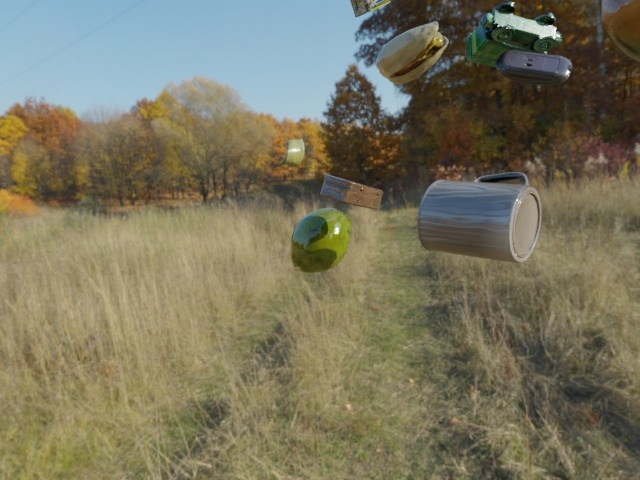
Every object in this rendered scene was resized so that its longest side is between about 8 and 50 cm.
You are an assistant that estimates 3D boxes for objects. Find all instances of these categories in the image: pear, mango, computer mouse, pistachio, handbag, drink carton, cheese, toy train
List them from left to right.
[{"bbox_3d":[-0.076,-0.248,1.187,0.060,0.084,0.041,6,13,-28],"label":"cheese"},{"bbox_3d":[0.000,0.000,1.562,0.212,0.269,0.212,39,1,-1],"label":"pear"},{"bbox_3d":[0.097,-0.154,1.343,0.151,0.072,0.193,23,13,41],"label":"handbag"},{"bbox_3d":[0.166,-0.794,1.383,0.056,0.071,0.165,4,37,42],"label":"drink carton"},{"bbox_3d":[0.367,-0.765,1.728,0.299,0.188,0.187,-23,-3,34],"label":"pistachio"},{"bbox_3d":[0.678,-0.705,1.483,0.300,0.120,0.202,7,-15,-11],"label":"toy train"},{"bbox_3d":[0.718,-0.584,1.425,0.232,0.120,0.057,17,-21,19],"label":"computer mouse"},{"bbox_3d":[0.441,-0.290,0.514,0.289,0.146,0.129,-22,-3,-41],"label":"mango"}]

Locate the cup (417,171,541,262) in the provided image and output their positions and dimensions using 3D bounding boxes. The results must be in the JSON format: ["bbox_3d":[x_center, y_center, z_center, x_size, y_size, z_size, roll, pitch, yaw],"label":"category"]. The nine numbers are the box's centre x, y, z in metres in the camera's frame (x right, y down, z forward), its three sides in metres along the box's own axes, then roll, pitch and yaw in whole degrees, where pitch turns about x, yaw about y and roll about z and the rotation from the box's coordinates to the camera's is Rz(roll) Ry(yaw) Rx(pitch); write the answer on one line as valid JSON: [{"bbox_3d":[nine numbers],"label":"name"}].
[{"bbox_3d":[0.454,-0.067,1.180,0.288,0.208,0.273,-21,21,-39],"label":"cup"}]
